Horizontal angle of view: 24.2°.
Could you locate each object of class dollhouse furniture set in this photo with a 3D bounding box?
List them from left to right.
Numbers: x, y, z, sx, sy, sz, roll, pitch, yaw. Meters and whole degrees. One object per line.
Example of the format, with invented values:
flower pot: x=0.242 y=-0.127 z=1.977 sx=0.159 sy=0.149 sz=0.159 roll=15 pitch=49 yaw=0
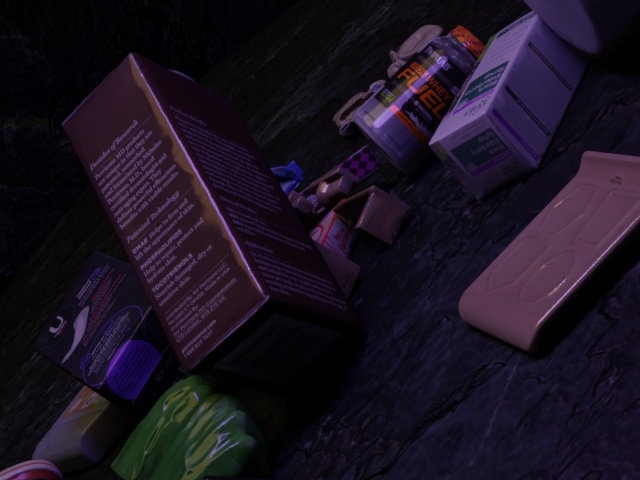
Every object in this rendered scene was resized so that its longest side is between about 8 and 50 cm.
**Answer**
dollhouse furniture set: x=0.000 y=0.000 z=1.860 sx=0.123 sy=0.144 sz=0.151 roll=-24 pitch=39 yaw=65

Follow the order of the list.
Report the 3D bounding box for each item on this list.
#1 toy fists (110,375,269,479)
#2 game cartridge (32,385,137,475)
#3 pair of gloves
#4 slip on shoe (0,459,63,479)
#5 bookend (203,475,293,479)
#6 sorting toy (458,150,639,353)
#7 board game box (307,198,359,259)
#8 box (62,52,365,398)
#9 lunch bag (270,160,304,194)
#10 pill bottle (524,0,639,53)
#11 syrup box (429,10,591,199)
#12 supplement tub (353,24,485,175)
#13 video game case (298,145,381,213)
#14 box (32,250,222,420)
toy fists: x=-0.133 y=0.230 z=1.633 sx=0.142 sy=0.096 sz=0.279 roll=-57 pitch=18 yaw=-8
game cartridge: x=-0.289 y=0.212 z=2.188 sx=0.198 sy=0.062 sz=0.297 roll=-31 pitch=19 yaw=54
pair of gloves: x=0.112 y=-0.264 z=2.440 sx=0.240 sy=0.042 sz=0.204 roll=-42 pitch=14 yaw=7
slip on shoe: x=-0.458 y=0.427 z=1.973 sx=0.101 sy=0.123 sz=0.331 roll=27 pitch=62 yaw=41
bookend: x=-0.022 y=0.276 z=1.196 sx=0.072 sy=0.156 sz=0.157 roll=-86 pitch=-1 yaw=-69
sorting toy: x=0.228 y=0.010 z=1.383 sx=0.208 sy=0.038 sz=0.193 roll=-50 pitch=15 yaw=-5
board game box: x=-0.037 y=0.044 z=1.976 sx=0.193 sy=0.045 sz=0.147 roll=-36 pitch=17 yaw=30
box: x=-0.127 y=-0.018 z=1.697 sx=0.143 sy=0.191 sz=0.381 roll=-41 pitch=56 yaw=19
lunch bag: x=-0.154 y=-0.036 z=2.356 sx=0.293 sy=0.138 sz=0.221 roll=-37 pitch=2 yaw=-10
pill bottle: x=0.393 y=-0.406 z=1.676 sx=0.392 sy=0.224 sz=0.224 roll=-42 pitch=14 yaw=-2
syrup box: x=0.224 y=-0.164 z=1.745 sx=0.093 sy=0.096 sz=0.237 roll=-30 pitch=19 yaw=43
supplement tub: x=0.146 y=-0.187 z=1.981 sx=0.190 sy=0.117 sz=0.117 roll=-45 pitch=14 yaw=2
video game case: x=-0.045 y=-0.029 z=2.063 sx=0.232 sy=0.042 sz=0.210 roll=-37 pitch=1 yaw=-25
box: x=-0.239 y=0.133 z=1.947 sx=0.165 sy=0.143 sz=0.270 roll=-57 pitch=28 yaw=-9
